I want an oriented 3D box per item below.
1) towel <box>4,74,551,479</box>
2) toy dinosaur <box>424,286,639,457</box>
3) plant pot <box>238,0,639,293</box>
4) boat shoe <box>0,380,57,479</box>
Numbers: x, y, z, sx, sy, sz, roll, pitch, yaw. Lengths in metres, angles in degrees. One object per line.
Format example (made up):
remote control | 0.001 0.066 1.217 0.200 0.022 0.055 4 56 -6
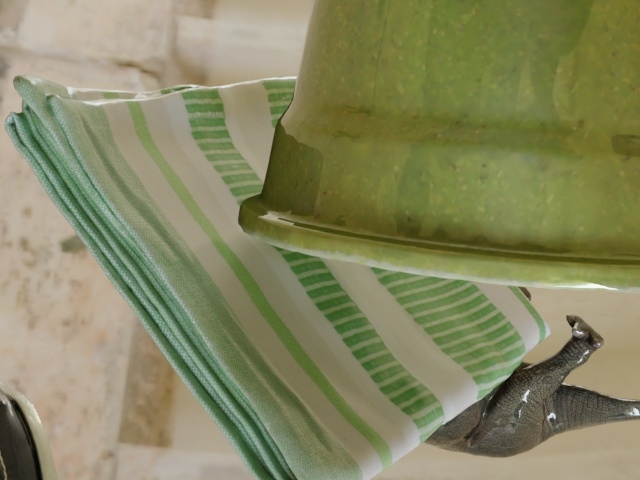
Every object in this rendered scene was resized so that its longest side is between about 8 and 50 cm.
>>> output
towel | 0.000 0.000 0.648 0.038 0.248 0.325 -44 166 26
toy dinosaur | 0.111 0.107 0.868 0.121 0.314 0.160 -112 -148 -45
plant pot | 0.105 -0.124 0.550 0.276 0.276 0.253 -128 -140 -80
boat shoe | -0.311 0.144 0.931 0.340 0.113 0.127 53 -54 40
